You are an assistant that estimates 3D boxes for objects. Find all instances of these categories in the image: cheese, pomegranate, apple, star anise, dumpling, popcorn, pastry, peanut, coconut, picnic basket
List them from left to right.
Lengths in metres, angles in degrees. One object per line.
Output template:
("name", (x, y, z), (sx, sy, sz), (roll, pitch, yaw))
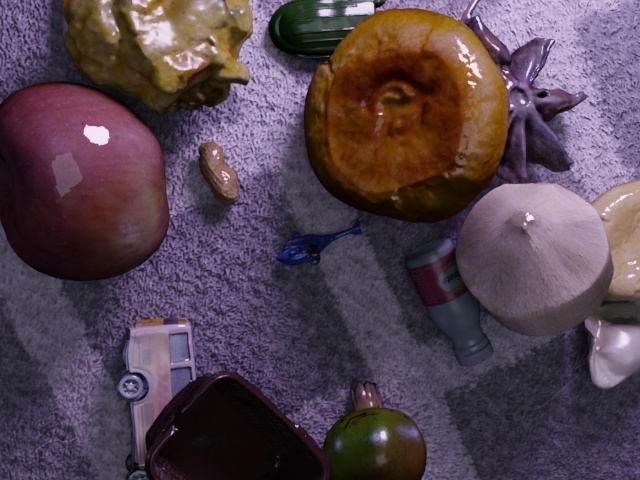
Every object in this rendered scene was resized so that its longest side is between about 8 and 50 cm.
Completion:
("apple", (-0.358, -0.092, 1.209), (0.235, 0.306, 0.305), (-14, 98, -30))
("popcorn", (-0.238, -0.310, 1.219), (0.287, 0.215, 0.252), (-15, 64, -19))
("peanut", (-0.170, -0.112, 1.346), (0.054, 0.054, 0.113), (-27, 98, -5))
("picnic basket", (-0.145, 0.351, 1.284), (0.297, 0.129, 0.222), (48, 70, -22))
("pomegranate", (0.088, 0.342, 1.379), (0.180, 0.180, 0.209), (-7, 59, -7))
("pastry", (0.129, -0.189, 1.259), (0.356, 0.164, 0.355), (-3, 84, 32))
("star anise", (0.314, -0.243, 1.371), (0.316, 0.139, 0.359), (44, 73, -17))
("coconut", (0.347, 0.026, 1.308), (0.237, 0.237, 0.266), (-50, 142, -1))
("dumpling", (0.527, 0.179, 1.446), (0.169, 0.100, 0.134), (-34, 87, -5))
("cheese", (0.564, 0.001, 1.426), (0.226, 0.117, 0.213), (-10, 91, -2))

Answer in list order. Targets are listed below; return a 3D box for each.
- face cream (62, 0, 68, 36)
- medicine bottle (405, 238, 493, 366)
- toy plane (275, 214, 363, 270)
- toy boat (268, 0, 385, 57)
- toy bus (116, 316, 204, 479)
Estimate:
("face cream", (-0.373, -0.403, 1.287), (0.072, 0.051, 0.182), (9, 95, -8))
("medicine bottle", (0.228, 0.109, 1.400), (0.091, 0.090, 0.216), (-27, 99, -5))
("toy plane", (0.000, 0.000, 1.382), (0.167, 0.054, 0.062), (-20, 72, -5))
("toy boat", (0.018, -0.359, 1.346), (0.211, 0.052, 0.104), (-6, 99, -6))
("toy bus", (-0.265, 0.302, 1.352), (0.138, 0.097, 0.342), (-6, 95, -14))
